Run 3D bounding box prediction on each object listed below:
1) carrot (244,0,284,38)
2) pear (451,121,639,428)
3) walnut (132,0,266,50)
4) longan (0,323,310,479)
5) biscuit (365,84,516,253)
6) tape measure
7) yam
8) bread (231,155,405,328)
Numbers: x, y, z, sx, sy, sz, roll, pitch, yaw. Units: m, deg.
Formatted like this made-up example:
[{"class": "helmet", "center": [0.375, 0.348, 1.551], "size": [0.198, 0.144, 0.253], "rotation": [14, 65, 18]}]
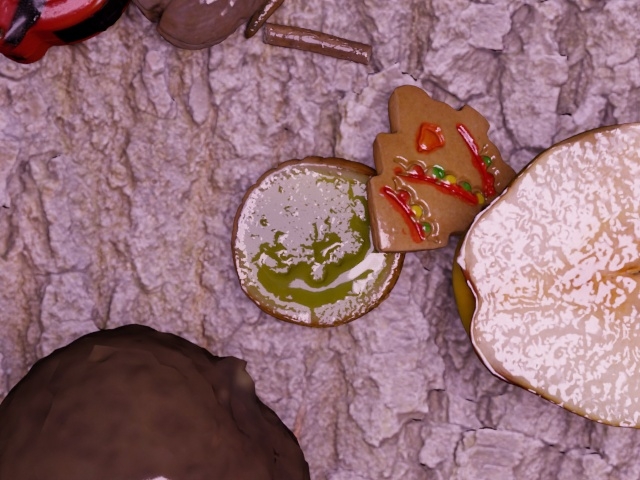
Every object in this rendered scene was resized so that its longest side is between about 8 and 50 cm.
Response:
[{"class": "carrot", "center": [-0.024, -0.369, 1.249], "size": [0.049, 0.049, 0.254], "rotation": [36, 95, 5]}, {"class": "pear", "center": [0.349, 0.040, 1.128], "size": [0.386, 0.191, 0.341], "rotation": [-6, 89, 4]}, {"class": "walnut", "center": [-0.137, -0.354, 1.196], "size": [0.178, 0.178, 0.230], "rotation": [45, 80, 5]}, {"class": "longan", "center": [-0.195, 0.289, 1.062], "size": [0.390, 0.391, 0.391], "rotation": [0, 88, 4]}, {"class": "biscuit", "center": [0.138, -0.076, 1.177], "size": [0.212, 0.041, 0.239], "rotation": [41, 65, -8]}, {"class": "tape measure", "center": [-0.365, -0.377, 1.234], "size": [0.260, 0.114, 0.253], "rotation": [-26, 87, 3]}, {"class": "yam", "center": [-0.004, -0.259, 1.246], "size": [0.145, 0.032, 0.032], "rotation": [13, 89, 3]}, {"class": "bread", "center": [0.000, 0.000, 1.216], "size": [0.236, 0.070, 0.236], "rotation": [0, 87, 5]}]
